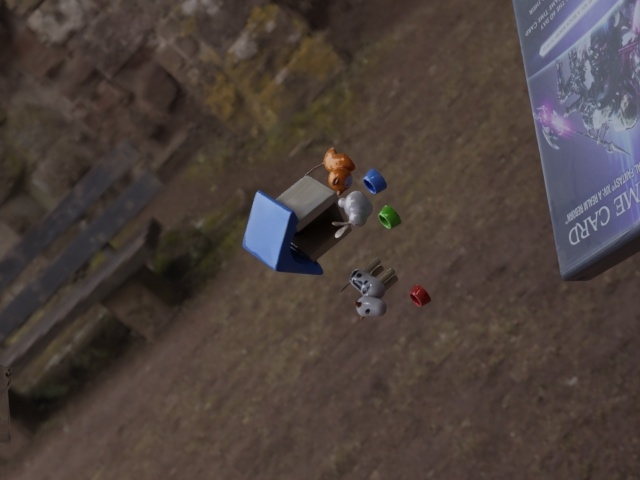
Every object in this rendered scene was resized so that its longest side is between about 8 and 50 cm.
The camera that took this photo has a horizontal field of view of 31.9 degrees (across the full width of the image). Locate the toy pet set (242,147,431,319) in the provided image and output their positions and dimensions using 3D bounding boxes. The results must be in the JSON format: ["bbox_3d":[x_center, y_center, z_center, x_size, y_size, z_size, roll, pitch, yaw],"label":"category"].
[{"bbox_3d":[0.000,0.000,0.735,0.065,0.122,0.114,-40,42,-16],"label":"toy pet set"}]

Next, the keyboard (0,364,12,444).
[{"bbox_3d":[-0.278,0.132,0.916,0.256,0.014,0.072,123,146,-79],"label":"keyboard"}]

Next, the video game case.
[{"bbox_3d":[0.166,-0.135,0.633,0.196,0.026,0.274,130,135,-66],"label":"video game case"}]
